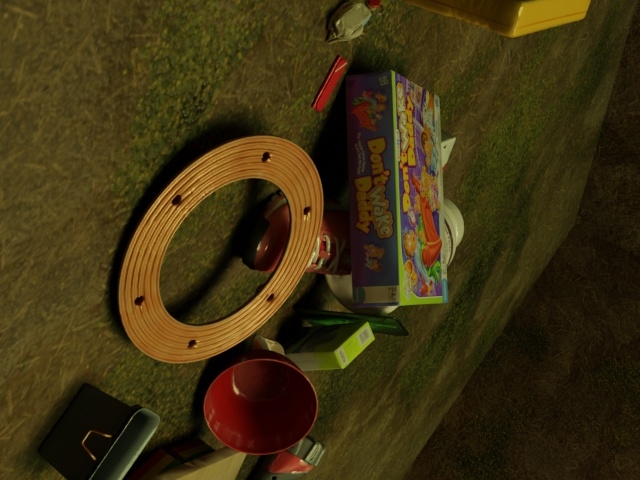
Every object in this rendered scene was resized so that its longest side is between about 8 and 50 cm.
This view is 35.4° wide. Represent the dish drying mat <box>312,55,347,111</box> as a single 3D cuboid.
[{"bbox_3d":[0.014,-0.226,1.453,0.083,0.008,0.032,-62,160,4],"label":"dish drying mat"}]

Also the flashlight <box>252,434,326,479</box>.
[{"bbox_3d":[-0.107,0.519,2.009,0.304,0.103,0.103,-59,162,-7],"label":"flashlight"}]

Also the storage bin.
[{"bbox_3d":[-0.286,0.250,1.260,0.135,0.091,0.098,-57,159,-12],"label":"storage bin"}]

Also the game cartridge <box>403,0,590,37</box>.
[{"bbox_3d":[0.133,-0.315,1.170,0.285,0.323,0.053,-27,138,-55],"label":"game cartridge"}]

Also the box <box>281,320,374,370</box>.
[{"bbox_3d":[-0.004,0.190,1.777,0.109,0.178,0.042,-37,111,-45],"label":"box"}]

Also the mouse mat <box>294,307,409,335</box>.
[{"bbox_3d":[0.058,0.147,1.803,0.152,0.189,0.007,50,48,-68],"label":"mouse mat"}]

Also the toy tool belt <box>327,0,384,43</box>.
[{"bbox_3d":[0.044,-0.303,1.383,0.083,0.052,0.051,-46,-174,-27],"label":"toy tool belt"}]

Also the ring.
[{"bbox_3d":[-0.128,0.012,1.313,0.336,0.032,0.337,-29,136,-32],"label":"ring"}]

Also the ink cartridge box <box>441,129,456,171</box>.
[{"bbox_3d":[0.180,-0.145,1.863,0.150,0.063,0.109,-26,140,-57],"label":"ink cartridge box"}]

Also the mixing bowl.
[{"bbox_3d":[-0.097,0.246,1.625,0.098,0.181,0.181,-98,-154,-66],"label":"mixing bowl"}]

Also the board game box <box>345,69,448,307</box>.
[{"bbox_3d":[0.123,-0.071,1.573,0.233,0.078,0.347,4,83,-66],"label":"board game box"}]

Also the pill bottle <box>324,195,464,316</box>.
[{"bbox_3d":[0.147,0.013,1.846,0.301,0.169,0.169,-31,144,-53],"label":"pill bottle"}]

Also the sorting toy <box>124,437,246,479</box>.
[{"bbox_3d":[-0.257,0.437,1.573,0.257,0.089,0.255,-65,159,11],"label":"sorting toy"}]

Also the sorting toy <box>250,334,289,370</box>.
[{"bbox_3d":[-0.076,0.200,1.701,0.045,0.075,0.083,-60,159,-3],"label":"sorting toy"}]

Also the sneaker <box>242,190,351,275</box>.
[{"bbox_3d":[0.000,-0.001,1.534,0.314,0.136,0.116,-13,128,-62],"label":"sneaker"}]
